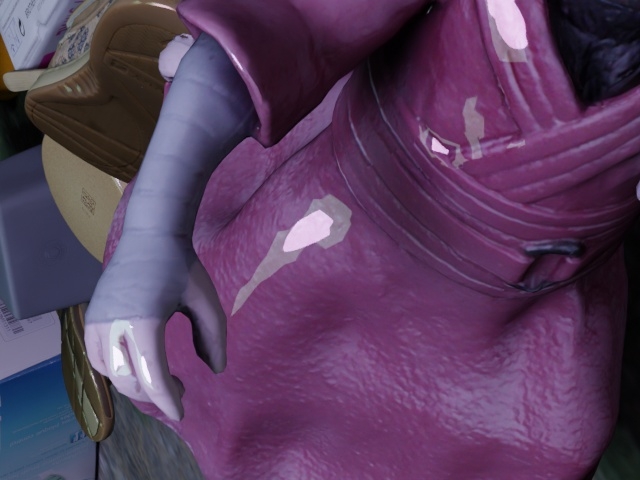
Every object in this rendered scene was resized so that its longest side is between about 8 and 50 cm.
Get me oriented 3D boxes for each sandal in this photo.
[{"bbox_3d":[-0.178,0.069,1.216,0.072,0.049,0.180,116,144,-52],"label":"sandal"}]

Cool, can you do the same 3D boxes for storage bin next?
[{"bbox_3d":[-0.202,-0.012,1.138,0.098,0.091,0.135,45,145,45],"label":"storage bin"}]

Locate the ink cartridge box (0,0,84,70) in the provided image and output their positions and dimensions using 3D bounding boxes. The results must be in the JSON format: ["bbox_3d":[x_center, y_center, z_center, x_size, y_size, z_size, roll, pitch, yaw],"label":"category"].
[{"bbox_3d":[-0.208,-0.277,0.977,0.311,0.065,0.186,66,157,2],"label":"ink cartridge box"}]

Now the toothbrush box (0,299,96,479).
[{"bbox_3d":[-0.302,0.117,1.416,0.216,0.126,0.295,55,152,30],"label":"toothbrush box"}]

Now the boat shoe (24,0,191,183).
[{"bbox_3d":[-0.083,-0.098,0.830,0.105,0.089,0.285,31,160,-16],"label":"boat shoe"}]

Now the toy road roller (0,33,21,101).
[{"bbox_3d":[-0.329,-0.068,1.174,0.329,0.203,0.240,174,87,-73],"label":"toy road roller"}]

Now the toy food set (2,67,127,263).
[{"bbox_3d":[-0.137,-0.034,1.029,0.132,0.038,0.192,10,125,53],"label":"toy food set"}]

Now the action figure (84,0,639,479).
[{"bbox_3d":[0.068,-0.031,0.498,0.370,0.248,0.275,121,163,-51],"label":"action figure"}]
